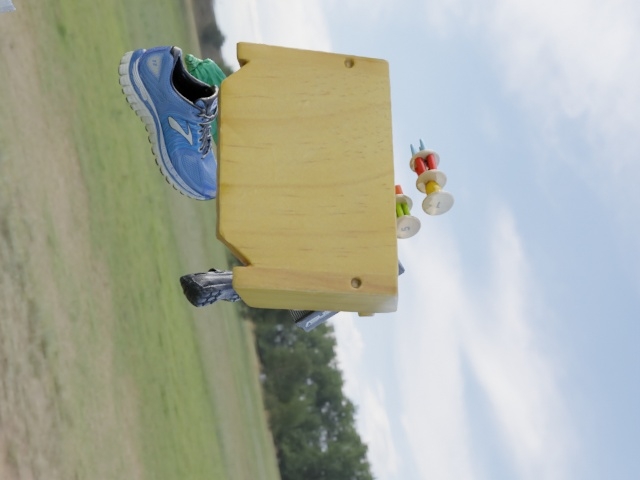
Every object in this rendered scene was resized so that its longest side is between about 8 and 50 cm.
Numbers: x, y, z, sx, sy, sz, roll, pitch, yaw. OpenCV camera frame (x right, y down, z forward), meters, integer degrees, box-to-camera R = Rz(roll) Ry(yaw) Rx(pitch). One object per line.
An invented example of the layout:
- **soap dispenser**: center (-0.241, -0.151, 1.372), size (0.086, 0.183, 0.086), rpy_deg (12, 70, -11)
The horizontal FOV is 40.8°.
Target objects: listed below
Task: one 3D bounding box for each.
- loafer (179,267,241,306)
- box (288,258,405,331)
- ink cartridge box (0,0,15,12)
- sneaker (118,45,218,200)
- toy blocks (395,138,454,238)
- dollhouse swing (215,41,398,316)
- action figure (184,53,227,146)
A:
- **loafer**: center (-0.219, 0.093, 1.895), size (0.078, 0.223, 0.076), rpy_deg (50, -63, 21)
- **box**: center (0.000, 0.000, 1.588), size (0.270, 0.216, 0.060), rpy_deg (63, 8, 30)
- **ink cartridge box**: center (-0.732, -0.467, 1.565), size (0.261, 0.296, 0.066), rpy_deg (147, -73, -78)
- **sneaker**: center (-0.252, -0.220, 1.646), size (0.130, 0.147, 0.330), rpy_deg (-81, 152, -53)
- **toy blocks**: center (0.151, -0.091, 1.421), size (0.054, 0.123, 0.148), rpy_deg (32, 32, -37)
- **dollhouse swing**: center (-0.023, -0.057, 1.285), size (0.305, 0.315, 0.346), rpy_deg (138, -46, -67)
- **action figure**: center (-0.246, -0.338, 2.006), size (0.063, 0.137, 0.232), rpy_deg (27, -26, 56)
